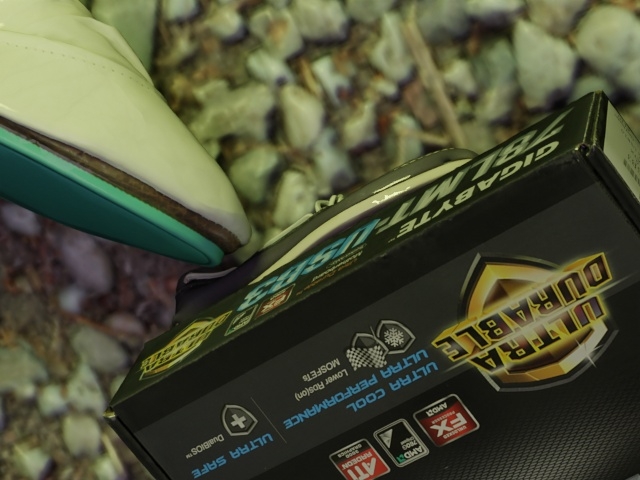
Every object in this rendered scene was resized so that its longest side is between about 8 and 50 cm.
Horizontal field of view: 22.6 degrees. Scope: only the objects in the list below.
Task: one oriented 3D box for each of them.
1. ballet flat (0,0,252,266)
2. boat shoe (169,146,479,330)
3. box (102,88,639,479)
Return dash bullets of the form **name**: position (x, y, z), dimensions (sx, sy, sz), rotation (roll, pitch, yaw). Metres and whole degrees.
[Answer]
- **ballet flat**: position (-0.210, -0.103, 0.867), dimensions (0.400, 0.139, 0.139), rotation (17, 106, 14)
- **boat shoe**: position (0.000, 0.000, 0.850), dimensions (0.206, 0.075, 0.065), rotation (-34, 49, 23)
- **box**: position (0.094, 0.118, 0.798), dimensions (0.295, 0.073, 0.293), rotation (-29, 106, 26)
